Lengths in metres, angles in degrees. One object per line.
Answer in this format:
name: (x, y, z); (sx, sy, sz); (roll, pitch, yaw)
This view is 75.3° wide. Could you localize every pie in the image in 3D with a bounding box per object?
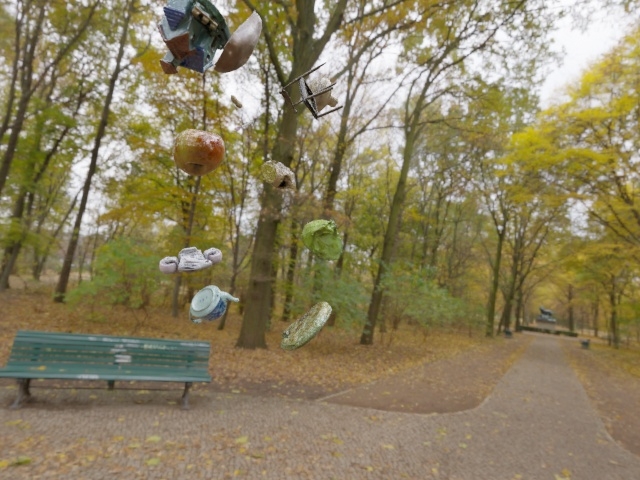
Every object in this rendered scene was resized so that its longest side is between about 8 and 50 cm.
pie: (-0.068, 0.403, 1.963); (0.067, 0.302, 0.302); (49, -18, -9)

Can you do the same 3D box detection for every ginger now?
ginger: (-0.233, -0.377, 2.377); (0.275, 0.130, 0.221); (41, 19, 33)

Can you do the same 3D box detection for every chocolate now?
chocolate: (-0.278, -0.691, 1.479); (0.083, 0.261, 0.161); (34, -38, -17)

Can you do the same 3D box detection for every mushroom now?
mushroom: (0.008, -0.868, 2.509); (0.209, 0.206, 0.206); (38, -18, -17)

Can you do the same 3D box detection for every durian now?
durian: (0.000, 0.000, 2.337); (0.204, 0.256, 0.339); (-33, 19, -15)

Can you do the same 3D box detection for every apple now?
apple: (-0.731, -0.519, 2.484); (0.301, 0.301, 0.301); (7, -7, 1)

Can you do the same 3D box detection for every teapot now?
teapot: (-0.490, 0.300, 1.865); (0.232, 0.159, 0.159); (-30, -12, 4)

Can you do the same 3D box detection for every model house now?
model house: (-0.609, -0.911, 1.900); (0.251, 0.329, 0.295); (26, -7, 5)

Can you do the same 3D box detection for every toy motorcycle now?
toy motorcycle: (-0.527, 0.091, 1.705); (0.254, 0.112, 0.112); (-13, 2, -26)

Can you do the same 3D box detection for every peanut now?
peanut: (-0.448, -0.740, 2.207); (0.037, 0.037, 0.083); (-3, -48, 52)

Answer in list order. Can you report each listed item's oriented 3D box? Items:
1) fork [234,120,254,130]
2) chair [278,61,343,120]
fork: (-0.292, -0.438, 1.584); (0.012, 0.016, 0.115); (-5, 28, 40)
chair: (-0.051, -0.689, 1.995); (0.272, 0.166, 0.188); (-18, -21, 16)
